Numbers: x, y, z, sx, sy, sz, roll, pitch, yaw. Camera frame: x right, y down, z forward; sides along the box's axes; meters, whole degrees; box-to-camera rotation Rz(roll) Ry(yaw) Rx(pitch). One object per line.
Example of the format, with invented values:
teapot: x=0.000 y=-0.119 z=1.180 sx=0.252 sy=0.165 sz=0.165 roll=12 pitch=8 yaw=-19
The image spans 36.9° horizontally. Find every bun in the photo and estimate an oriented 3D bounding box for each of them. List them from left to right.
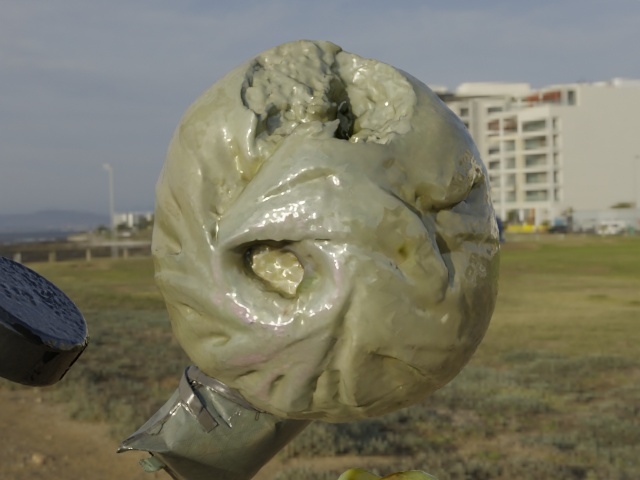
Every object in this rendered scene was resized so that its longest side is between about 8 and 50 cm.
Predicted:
bun: x=0.000 y=0.000 z=0.486 sx=0.179 sy=0.193 sz=0.128 roll=5 pitch=21 yaw=14

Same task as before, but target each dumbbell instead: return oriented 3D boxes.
dumbbell: x=-0.242 y=0.106 z=0.617 sx=0.100 sy=0.191 sz=0.100 roll=38 pitch=7 yaw=-6

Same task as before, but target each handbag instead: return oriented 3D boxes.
handbag: x=-0.066 y=0.150 z=0.957 sx=0.117 sy=0.270 sz=0.182 roll=37 pitch=-15 yaw=44

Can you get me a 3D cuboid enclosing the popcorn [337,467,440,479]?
popcorn: x=0.044 y=0.172 z=0.410 sx=0.136 sy=0.162 sz=0.141 roll=-31 pitch=-17 yaw=4
